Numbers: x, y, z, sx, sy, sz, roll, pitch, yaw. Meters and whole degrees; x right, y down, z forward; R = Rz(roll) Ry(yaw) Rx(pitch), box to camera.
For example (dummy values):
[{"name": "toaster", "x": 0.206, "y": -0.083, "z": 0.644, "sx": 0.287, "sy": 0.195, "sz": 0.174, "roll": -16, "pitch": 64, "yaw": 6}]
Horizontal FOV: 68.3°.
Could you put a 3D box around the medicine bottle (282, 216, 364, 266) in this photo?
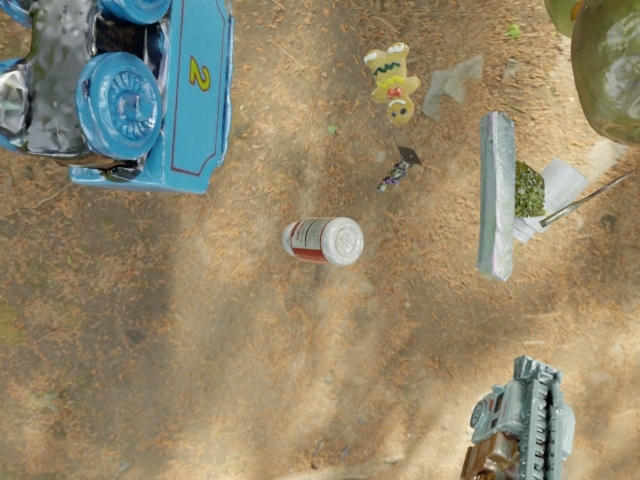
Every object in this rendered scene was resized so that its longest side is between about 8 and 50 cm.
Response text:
[{"name": "medicine bottle", "x": 0.000, "y": 0.000, "z": 1.304, "sx": 0.131, "sy": 0.250, "sz": 0.131, "roll": -2, "pitch": 93, "yaw": -35}]

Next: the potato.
[{"name": "potato", "x": 0.342, "y": -0.189, "z": 0.481, "sx": 0.154, "sy": 0.137, "sz": 0.200, "roll": -10, "pitch": 119, "yaw": 47}]

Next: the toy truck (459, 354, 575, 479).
[{"name": "toy truck", "x": 0.294, "y": 0.337, "z": 0.694, "sx": 0.133, "sy": 0.338, "sz": 0.184, "roll": 25, "pitch": 143, "yaw": 10}]

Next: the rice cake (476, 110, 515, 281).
[{"name": "rice cake", "x": 0.216, "y": -0.055, "z": 0.585, "sx": 0.034, "sy": 0.043, "sz": 0.211, "roll": 3, "pitch": 85, "yaw": -10}]

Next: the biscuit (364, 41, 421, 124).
[{"name": "biscuit", "x": 0.221, "y": -0.473, "z": 1.434, "sx": 0.158, "sy": 0.035, "sz": 0.240, "roll": -14, "pitch": 96, "yaw": 29}]

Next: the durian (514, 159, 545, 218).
[{"name": "durian", "x": 0.490, "y": -0.138, "z": 1.177, "sx": 0.119, "sy": 0.108, "sz": 0.186, "roll": -23, "pitch": 75, "yaw": -14}]

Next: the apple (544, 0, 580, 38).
[{"name": "apple", "x": 0.921, "y": -0.854, "z": 1.561, "sx": 0.357, "sy": 0.357, "sz": 0.357, "roll": 1, "pitch": 115, "yaw": 2}]

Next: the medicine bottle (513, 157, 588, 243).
[{"name": "medicine bottle", "x": 0.842, "y": -0.141, "z": 1.792, "sx": 0.179, "sy": 0.124, "sz": 0.324, "roll": 23, "pitch": 110, "yaw": -34}]

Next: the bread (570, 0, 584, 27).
[{"name": "bread", "x": 0.535, "y": -0.399, "z": 0.828, "sx": 0.125, "sy": 0.156, "sz": 0.086, "roll": -52, "pitch": 144, "yaw": -9}]

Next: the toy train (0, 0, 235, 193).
[{"name": "toy train", "x": -0.227, "y": -0.214, "z": 0.558, "sx": 0.188, "sy": 0.265, "sz": 0.300, "roll": 4, "pitch": 91, "yaw": 19}]

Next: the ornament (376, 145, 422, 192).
[{"name": "ornament", "x": 0.277, "y": -0.237, "z": 1.719, "sx": 0.088, "sy": 0.081, "sz": 0.203, "roll": 3, "pitch": 136, "yaw": -37}]

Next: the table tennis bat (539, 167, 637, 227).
[{"name": "table tennis bat", "x": 0.760, "y": -0.122, "z": 1.343, "sx": 0.301, "sy": 0.173, "sz": 0.022, "roll": -30, "pitch": 78, "yaw": -2}]
